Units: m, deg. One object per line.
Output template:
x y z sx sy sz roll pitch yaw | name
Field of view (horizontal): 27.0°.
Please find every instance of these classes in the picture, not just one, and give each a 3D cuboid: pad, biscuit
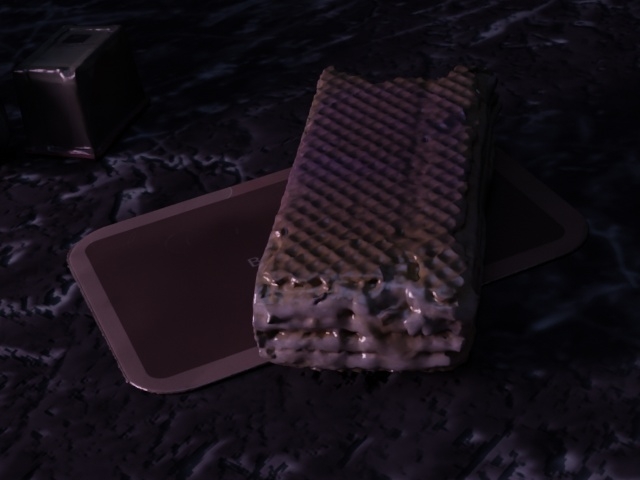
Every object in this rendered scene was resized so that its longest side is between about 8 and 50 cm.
0.000 0.000 0.747 0.266 0.002 0.176 -19 34 -15 | pad
0.038 -0.019 0.709 0.108 0.061 0.239 0 35 11 | biscuit

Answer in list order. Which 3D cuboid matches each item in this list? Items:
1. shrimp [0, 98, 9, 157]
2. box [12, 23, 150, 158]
-0.340 -0.175 0.895 0.372 0.172 0.137 37 17 14 | shrimp
-0.160 -0.101 0.887 0.060 0.063 0.084 6 36 20 | box
